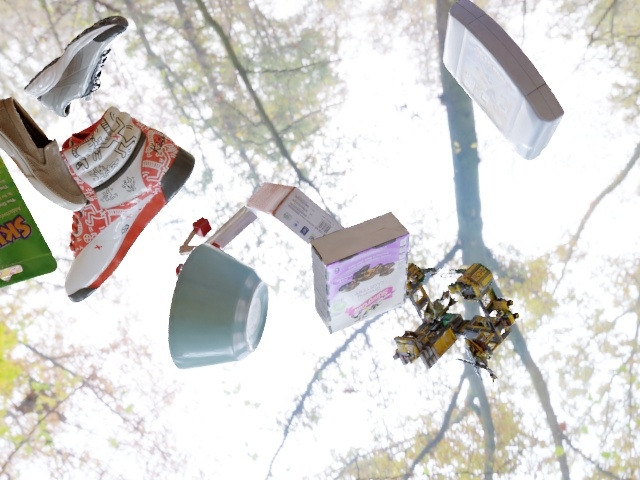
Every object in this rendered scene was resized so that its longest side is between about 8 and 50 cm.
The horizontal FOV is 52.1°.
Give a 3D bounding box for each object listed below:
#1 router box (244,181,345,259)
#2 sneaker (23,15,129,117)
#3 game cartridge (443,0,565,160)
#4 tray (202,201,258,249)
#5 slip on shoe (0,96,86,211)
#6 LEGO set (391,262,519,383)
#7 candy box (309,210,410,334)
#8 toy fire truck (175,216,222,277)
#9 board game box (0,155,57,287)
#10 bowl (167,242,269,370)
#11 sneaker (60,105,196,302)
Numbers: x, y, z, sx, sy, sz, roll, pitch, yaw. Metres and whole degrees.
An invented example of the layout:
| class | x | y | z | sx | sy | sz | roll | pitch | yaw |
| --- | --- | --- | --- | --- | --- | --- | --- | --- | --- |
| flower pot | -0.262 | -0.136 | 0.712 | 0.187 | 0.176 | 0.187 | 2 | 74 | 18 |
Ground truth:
| class | x | y | z | sx | sy | sz | roll | pitch | yaw |
| --- | --- | --- | --- | --- | --- | --- | --- | --- | --- |
| router box | 0.000 | 0.000 | 1.554 | 0.082 | 0.335 | 0.301 | -52 | -162 | -6 |
| sneaker | -0.479 | -0.358 | 1.339 | 0.272 | 0.108 | 0.100 | -35 | -157 | 22 |
| game cartridge | 0.335 | -0.305 | 1.238 | 0.062 | 0.198 | 0.297 | -33 | -108 | 0 |
| tray | -0.268 | -0.029 | 1.908 | 0.270 | 0.030 | 0.145 | -41 | -162 | 13 |
| slip on shoe | -0.289 | -0.089 | 0.682 | 0.041 | 0.135 | 0.051 | -33 | -159 | 11 |
| LEGO set | 0.270 | 0.189 | 1.529 | 0.192 | 0.254 | 0.331 | -39 | -152 | -29 |
| candy box | 0.072 | 0.062 | 1.185 | 0.165 | 0.196 | 0.070 | -21 | -132 | -16 |
| toy fire truck | -0.346 | 0.030 | 1.815 | 0.135 | 0.047 | 0.192 | 28 | -120 | 28 |
| board game box | -0.434 | -0.045 | 0.799 | 0.124 | 0.039 | 0.259 | -20 | -114 | -40 |
| bowl | -0.225 | 0.169 | 1.563 | 0.163 | 0.311 | 0.311 | 8 | -133 | 12 |
| sneaker | -0.298 | -0.049 | 0.857 | 0.270 | 0.145 | 0.090 | -47 | -156 | 16 |
